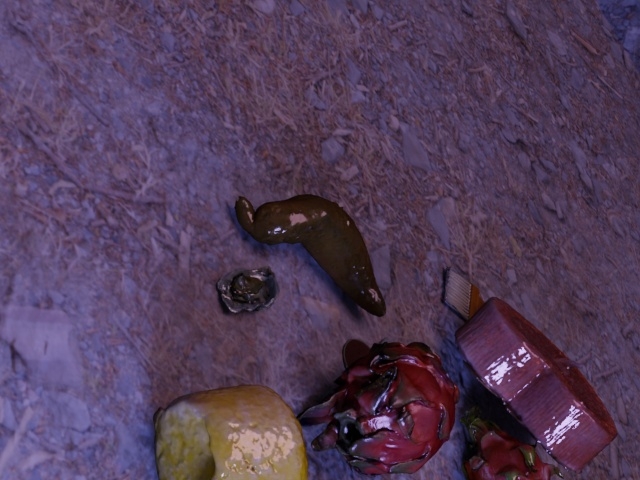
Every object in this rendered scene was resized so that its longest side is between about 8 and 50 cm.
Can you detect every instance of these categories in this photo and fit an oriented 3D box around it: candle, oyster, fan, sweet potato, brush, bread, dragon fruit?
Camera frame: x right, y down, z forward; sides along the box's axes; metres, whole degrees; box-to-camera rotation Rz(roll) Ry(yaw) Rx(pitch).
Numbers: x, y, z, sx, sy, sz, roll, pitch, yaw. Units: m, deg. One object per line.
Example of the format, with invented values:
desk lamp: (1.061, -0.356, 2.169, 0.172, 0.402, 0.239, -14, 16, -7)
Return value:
candle: (0.388, 0.237, 2.172, 0.317, 0.131, 0.287, 50, 13, 17)
oyster: (-0.108, 0.073, 1.840, 0.100, 0.037, 0.098, 3, 43, -28)
fan: (0.076, 0.183, 2.000, 0.085, 0.005, 0.133, 56, 36, -4)
sweet potato: (0.000, -0.004, 1.964, 0.310, 0.098, 0.124, 37, 62, -32)
brush: (0.329, 0.160, 2.322, 0.314, 0.017, 0.090, 38, 43, -29)
bread: (-0.109, 0.275, 1.570, 0.170, 0.197, 0.197, 2, 64, -37)
dragon fruit: (0.091, 0.248, 1.817, 0.274, 0.192, 0.193, -35, 102, -43)
dragon fruit: (0.298, 0.363, 2.047, 0.137, 0.135, 0.236, 30, 25, -34)
